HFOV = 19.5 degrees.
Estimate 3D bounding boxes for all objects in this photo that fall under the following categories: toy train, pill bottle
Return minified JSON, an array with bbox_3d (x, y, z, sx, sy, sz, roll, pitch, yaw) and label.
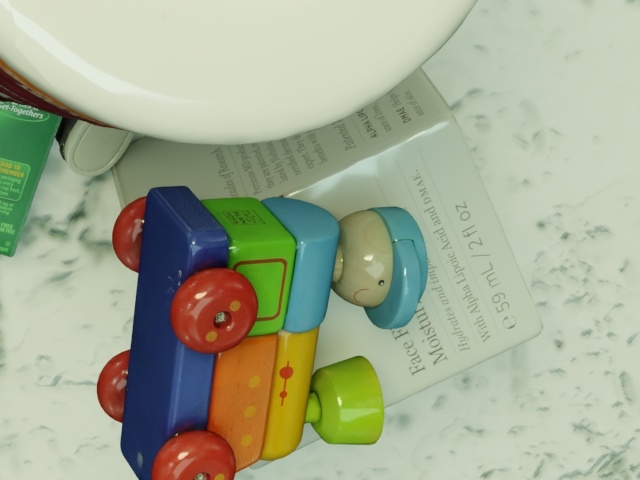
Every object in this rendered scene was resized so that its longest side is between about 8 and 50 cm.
[{"bbox_3d":[-0.033,0.094,0.949,0.143,0.105,0.248,-4,117,-25],"label":"toy train"},{"bbox_3d":[-0.093,-0.162,0.781,0.224,0.392,0.224,-3,98,-19],"label":"pill bottle"}]

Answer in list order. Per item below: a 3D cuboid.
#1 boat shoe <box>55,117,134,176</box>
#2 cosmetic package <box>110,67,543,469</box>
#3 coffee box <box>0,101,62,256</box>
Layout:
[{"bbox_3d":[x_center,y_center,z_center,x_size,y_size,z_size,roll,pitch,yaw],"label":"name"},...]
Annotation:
[{"bbox_3d":[-0.107,-0.094,1.038,0.046,0.038,0.125,18,113,-42],"label":"boat shoe"},{"bbox_3d":[0.000,0.000,1.046,0.183,0.151,0.151,-26,118,0],"label":"cosmetic package"},{"bbox_3d":[-0.195,-0.088,1.017,0.113,0.040,0.184,13,113,-20],"label":"coffee box"}]
